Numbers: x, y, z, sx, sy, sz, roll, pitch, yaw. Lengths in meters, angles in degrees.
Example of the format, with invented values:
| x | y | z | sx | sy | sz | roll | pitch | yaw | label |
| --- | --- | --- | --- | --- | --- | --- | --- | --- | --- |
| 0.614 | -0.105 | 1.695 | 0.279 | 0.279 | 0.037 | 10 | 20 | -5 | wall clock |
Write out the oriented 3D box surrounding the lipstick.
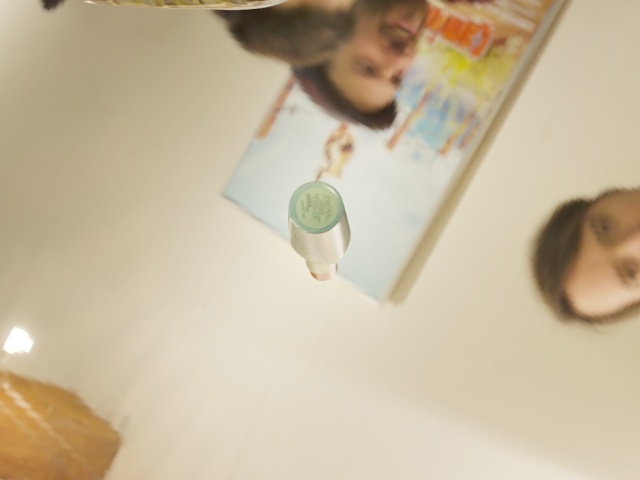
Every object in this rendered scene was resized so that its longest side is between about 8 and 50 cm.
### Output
| x | y | z | sx | sy | sz | roll | pitch | yaw | label |
| --- | --- | --- | --- | --- | --- | --- | --- | --- | --- |
| 0.000 | 0.000 | 1.541 | 0.068 | 0.061 | 0.274 | 18 | 166 | 7 | lipstick |

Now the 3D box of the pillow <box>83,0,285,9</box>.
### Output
| x | y | z | sx | sy | sz | roll | pitch | yaw | label |
| --- | --- | --- | --- | --- | --- | --- | --- | --- | --- |
| -0.066 | -0.214 | 1.044 | 0.212 | 0.052 | 0.208 | 8 | -155 | 32 | pillow |
